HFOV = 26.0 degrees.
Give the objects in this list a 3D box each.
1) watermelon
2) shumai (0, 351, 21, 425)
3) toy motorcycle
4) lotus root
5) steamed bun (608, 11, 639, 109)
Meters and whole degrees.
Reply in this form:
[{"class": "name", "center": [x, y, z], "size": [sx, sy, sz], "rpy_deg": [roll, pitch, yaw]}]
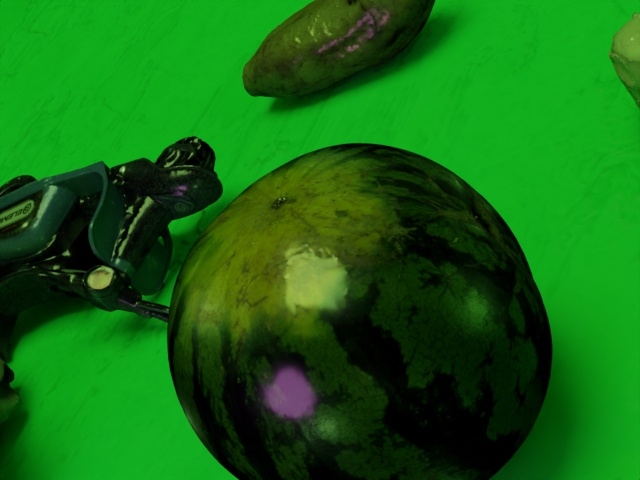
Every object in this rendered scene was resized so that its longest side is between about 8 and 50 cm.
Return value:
[{"class": "watermelon", "center": [0.027, 0.065, 0.947], "size": [0.269, 0.269, 0.269], "rpy_deg": [-26, 32, 18]}, {"class": "shumai", "center": [-0.389, 0.193, 1.302], "size": [0.309, 0.304, 0.263], "rpy_deg": [-25, -2, 22]}, {"class": "toy motorcycle", "center": [-0.252, 0.014, 1.433], "size": [0.358, 0.125, 0.212], "rpy_deg": [-19, 43, 31]}, {"class": "lotus root", "center": [0.027, -0.226, 1.500], "size": [0.258, 0.097, 0.110], "rpy_deg": [-26, 24, 31]}, {"class": "steamed bun", "center": [0.297, -0.144, 1.107], "size": [0.112, 0.091, 0.130], "rpy_deg": [-35, 19, 9]}]
